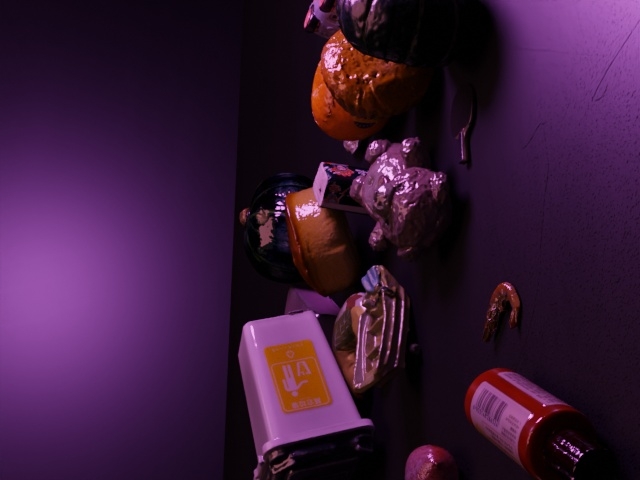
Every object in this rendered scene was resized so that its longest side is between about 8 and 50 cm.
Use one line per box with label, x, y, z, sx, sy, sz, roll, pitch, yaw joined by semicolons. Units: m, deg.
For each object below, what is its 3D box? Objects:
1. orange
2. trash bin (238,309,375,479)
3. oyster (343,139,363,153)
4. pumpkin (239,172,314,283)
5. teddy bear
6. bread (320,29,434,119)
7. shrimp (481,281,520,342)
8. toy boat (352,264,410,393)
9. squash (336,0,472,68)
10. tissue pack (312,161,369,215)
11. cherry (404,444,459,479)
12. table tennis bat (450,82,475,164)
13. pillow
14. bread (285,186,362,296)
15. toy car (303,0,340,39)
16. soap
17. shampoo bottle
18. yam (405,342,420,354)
orange;0.076;-0.332;2.026;0.219;0.193;0.219;20;112;61
trash bin;-0.056;0.373;2.016;0.296;0.255;0.368;103;152;-54
oyster;0.086;-0.299;2.219;0.125;0.064;0.177;-122;38;-59
pumpkin;-0.105;-0.036;2.469;0.315;0.238;0.315;-172;90;-79
teddy bear;0.156;-0.082;1.728;0.267;0.151;0.236;-103;30;-60
bread;0.112;-0.345;1.838;0.139;0.240;0.240;102;167;-60
shrimp;0.286;0.125;1.425;0.083;0.023;0.114;-119;41;-59
toy boat;0.124;0.180;1.803;0.111;0.084;0.276;-47;28;43
squash;0.155;-0.415;1.665;0.252;0.252;0.165;-114;27;-61
tissue pack;0.078;-0.111;1.970;0.103;0.170;0.090;-109;33;-58
cherry;0.184;0.425;1.574;0.225;0.090;0.107;104;153;-57
table tennis bat;0.260;-0.214;1.651;0.095;0.014;0.158;133;142;-63
pillow;0.093;0.228;1.985;0.233;0.086;0.214;126;136;-56
bread;0.000;0.000;2.088;0.270;0.148;0.270;-19;-90;-86
toy car;0.085;-0.587;2.138;0.270;0.180;0.212;150;134;-70
soap;-0.029;0.283;2.331;0.296;0.107;0.285;-136;53;-70
shampoo bottle;0.293;0.256;1.198;0.278;0.104;0.104;-150;67;-73
yam;0.171;0.218;1.797;0.027;0.033;0.129;-60;15;-16
